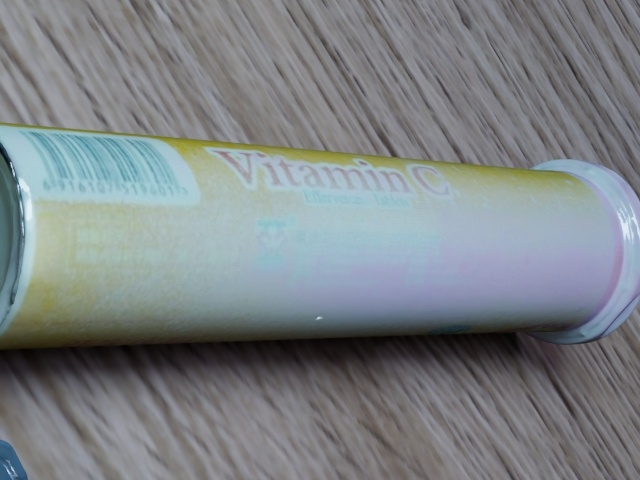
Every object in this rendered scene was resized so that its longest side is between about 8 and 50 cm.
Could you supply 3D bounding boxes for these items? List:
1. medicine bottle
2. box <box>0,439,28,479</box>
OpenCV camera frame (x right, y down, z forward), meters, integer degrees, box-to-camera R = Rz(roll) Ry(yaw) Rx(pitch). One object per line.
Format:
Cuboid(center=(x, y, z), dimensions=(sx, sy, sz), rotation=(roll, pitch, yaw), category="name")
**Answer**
Cuboid(center=(0.000, 0.000, 0.773), dimensions=(0.426, 0.108, 0.108), rotation=(3, 64, -46), category="medicine bottle")
Cuboid(center=(-0.129, 0.122, 0.577), dimensions=(0.074, 0.054, 0.099), rotation=(-25, 86, -51), category="box")
